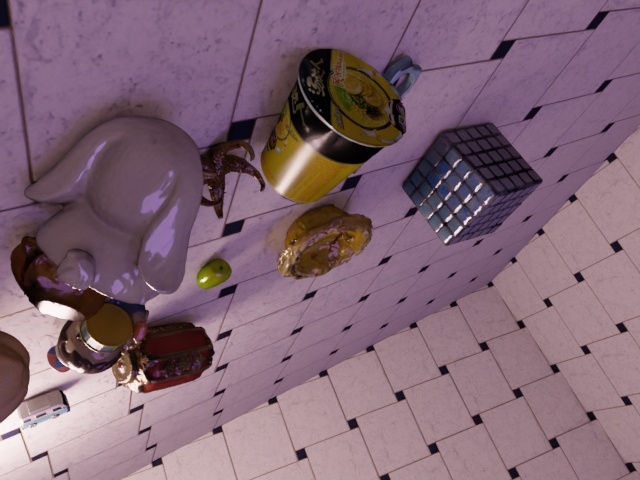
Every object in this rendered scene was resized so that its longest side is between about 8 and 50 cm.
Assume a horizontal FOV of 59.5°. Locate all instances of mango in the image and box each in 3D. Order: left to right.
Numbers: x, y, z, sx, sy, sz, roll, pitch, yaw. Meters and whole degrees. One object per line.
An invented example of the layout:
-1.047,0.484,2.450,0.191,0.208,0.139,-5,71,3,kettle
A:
-0.266,0.086,1.381,0.073,0.056,0.108,-3,147,-42,mango

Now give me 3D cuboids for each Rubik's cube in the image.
0.417,-0.158,1.555,0.238,0.237,0.237,-16,151,-37,Rubik's cube

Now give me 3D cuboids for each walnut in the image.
-0.455,0.066,0.983,0.137,0.137,0.245,-30,151,-6,walnut

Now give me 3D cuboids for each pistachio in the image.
-0.691,0.275,1.018,0.332,0.207,0.226,-19,151,9,pistachio

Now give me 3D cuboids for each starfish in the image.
-0.180,-0.115,1.054,0.146,0.074,0.190,-24,156,-19,starfish

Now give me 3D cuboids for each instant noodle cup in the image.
0.006,-0.189,1.012,0.216,0.215,0.236,-14,160,-38,instant noodle cup

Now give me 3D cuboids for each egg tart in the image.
0.000,0.000,1.480,0.288,0.118,0.288,-28,160,-11,egg tart

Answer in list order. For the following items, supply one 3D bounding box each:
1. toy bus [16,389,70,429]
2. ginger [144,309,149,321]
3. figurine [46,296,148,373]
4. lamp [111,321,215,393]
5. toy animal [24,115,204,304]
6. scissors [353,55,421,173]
-0.739,0.445,1.490,0.123,0.060,0.075,-18,150,-28,toy bus
-0.487,0.211,1.330,0.174,0.069,0.051,-25,139,-14,ginger
-0.482,0.205,1.201,0.275,0.161,0.158,-44,-166,38,figurine
-0.419,0.314,1.515,0.274,0.177,0.177,1,140,-51,lamp
-0.284,-0.058,0.851,0.265,0.272,0.206,-51,180,10,toy animal
0.107,-0.249,1.222,0.191,0.029,0.360,-26,157,-20,scissors
